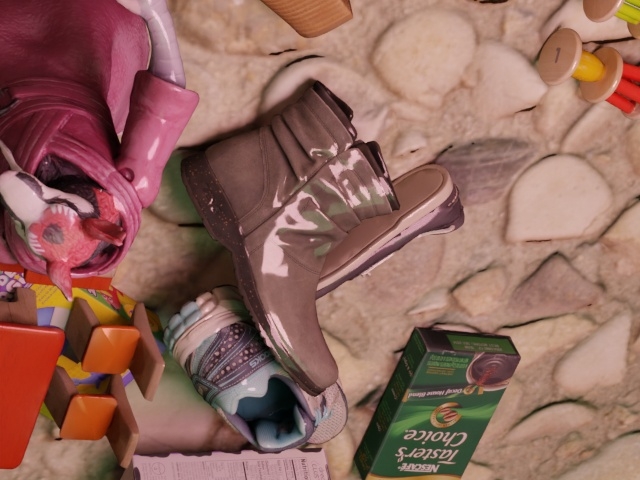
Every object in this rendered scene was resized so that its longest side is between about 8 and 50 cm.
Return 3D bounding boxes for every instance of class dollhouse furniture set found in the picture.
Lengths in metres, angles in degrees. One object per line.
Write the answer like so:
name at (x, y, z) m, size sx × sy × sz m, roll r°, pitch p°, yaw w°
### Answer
dollhouse furniture set at (-0.250, 0.085, 1.442) m, size 0.262 × 0.135 × 0.259 m, roll 6°, pitch 122°, yaw -27°

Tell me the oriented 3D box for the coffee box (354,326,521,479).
coffee box at (0.117, 0.172, 1.786) m, size 0.113 × 0.040 × 0.184 m, roll 7°, pitch 124°, yaw -26°

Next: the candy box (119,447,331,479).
candy box at (-0.103, 0.270, 1.733) m, size 0.196 × 0.070 × 0.165 m, roll 0°, pitch 147°, yaw -21°

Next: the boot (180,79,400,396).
boot at (0.000, 0.000, 1.516) m, size 0.161 × 0.083 × 0.246 m, roll -26°, pitch 100°, yaw 4°

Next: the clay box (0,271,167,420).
clay box at (-0.256, 0.071, 1.555) m, size 0.127 × 0.053 × 0.222 m, roll -42°, pitch 131°, yaw 14°

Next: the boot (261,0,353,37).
boot at (0.035, -0.293, 1.335) m, size 0.295 × 0.104 × 0.211 m, roll -33°, pitch 132°, yaw 13°

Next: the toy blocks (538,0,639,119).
toy blocks at (0.283, -0.167, 1.563) m, size 0.148 × 0.054 × 0.123 m, roll 18°, pitch 120°, yaw -31°

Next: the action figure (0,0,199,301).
action figure at (-0.207, -0.062, 1.252) m, size 0.248 × 0.370 × 0.275 m, roll -17°, pitch 132°, yaw -7°

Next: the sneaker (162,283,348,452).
sneaker at (-0.046, 0.152, 1.632) m, size 0.110 × 0.122 × 0.283 m, roll -38°, pitch 147°, yaw 8°

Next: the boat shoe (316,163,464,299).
boat shoe at (0.040, 0.013, 1.607) m, size 0.206 × 0.075 × 0.065 m, roll -33°, pitch 129°, yaw 2°
